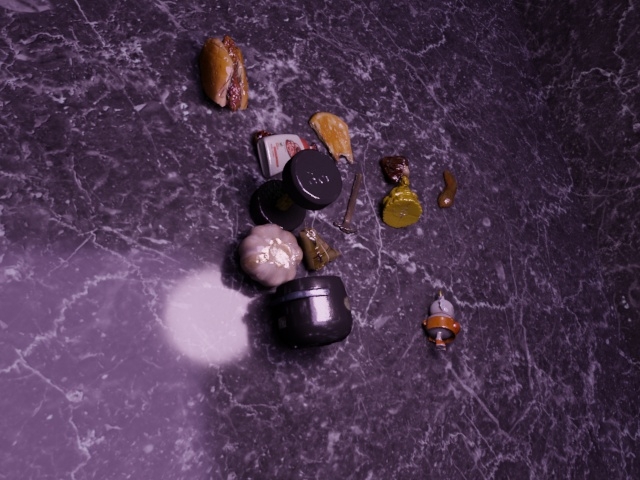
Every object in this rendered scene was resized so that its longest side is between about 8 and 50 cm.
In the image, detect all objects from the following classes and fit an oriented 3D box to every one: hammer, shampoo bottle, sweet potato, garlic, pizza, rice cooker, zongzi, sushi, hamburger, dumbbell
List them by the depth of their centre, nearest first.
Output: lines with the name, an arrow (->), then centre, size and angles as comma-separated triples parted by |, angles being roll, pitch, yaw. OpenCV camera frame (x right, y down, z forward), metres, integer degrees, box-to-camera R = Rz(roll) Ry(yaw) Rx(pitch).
rice cooker -> -0.030, 0.242, 1.675 | 0.268, 0.267, 0.224 | 1, 73, -33
garlic -> -0.176, 0.050, 1.712 | 0.228, 0.152, 0.227 | 15, 63, -30
dumbbell -> -0.089, -0.161, 1.748 | 0.204, 0.322, 0.203 | 13, 64, -29
hamburger -> -0.355, -0.628, 1.870 | 0.156, 0.245, 0.282 | -4, 29, -30
zongzi -> 0.000, 0.000, 1.880 | 0.178, 0.082, 0.188 | -29, 107, -44
sushi -> -0.226, -0.397, 1.930 | 0.050, 0.047, 0.099 | 47, 52, -5
shampoo bottle -> -0.112, -0.343, 1.963 | 0.284, 0.071, 0.152 | -18, 99, -39
hammer -> 0.134, -0.159, 2.084 | 0.125, 0.027, 0.297 | 27, 58, -21
pizza -> 0.065, -0.435, 2.146 | 0.181, 0.034, 0.261 | -24, 85, -37
sweet potato -> 0.617, -0.244, 2.420 | 0.081, 0.062, 0.232 | 32, 54, -18

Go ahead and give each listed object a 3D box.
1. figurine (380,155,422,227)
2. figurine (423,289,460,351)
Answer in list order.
figurine -> 0.349, -0.238, 2.182 | 0.187, 0.168, 0.315 | 66, 23, -52
figurine -> 0.488, 0.325, 2.067 | 0.144, 0.143, 0.271 | 19, 42, -26
